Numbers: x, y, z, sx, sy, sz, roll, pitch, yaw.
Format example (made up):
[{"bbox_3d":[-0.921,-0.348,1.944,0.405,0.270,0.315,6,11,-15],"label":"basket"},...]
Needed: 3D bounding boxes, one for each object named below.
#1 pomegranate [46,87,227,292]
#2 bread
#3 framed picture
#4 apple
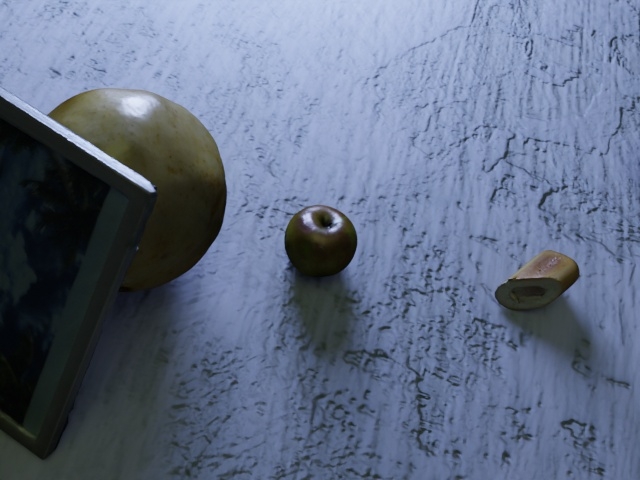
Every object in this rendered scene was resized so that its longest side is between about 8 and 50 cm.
[{"bbox_3d":[-0.211,-0.050,0.657,0.232,0.233,0.233,6,59,-9],"label":"pomegranate"},{"bbox_3d":[0.280,0.057,0.793,0.103,0.049,0.062,-32,37,-26],"label":"bread"},{"bbox_3d":[-0.290,0.027,0.561,0.231,0.315,0.024,31,22,7],"label":"framed picture"},{"bbox_3d":[0.000,0.000,0.753,0.089,0.074,0.090,6,56,-9],"label":"apple"}]
